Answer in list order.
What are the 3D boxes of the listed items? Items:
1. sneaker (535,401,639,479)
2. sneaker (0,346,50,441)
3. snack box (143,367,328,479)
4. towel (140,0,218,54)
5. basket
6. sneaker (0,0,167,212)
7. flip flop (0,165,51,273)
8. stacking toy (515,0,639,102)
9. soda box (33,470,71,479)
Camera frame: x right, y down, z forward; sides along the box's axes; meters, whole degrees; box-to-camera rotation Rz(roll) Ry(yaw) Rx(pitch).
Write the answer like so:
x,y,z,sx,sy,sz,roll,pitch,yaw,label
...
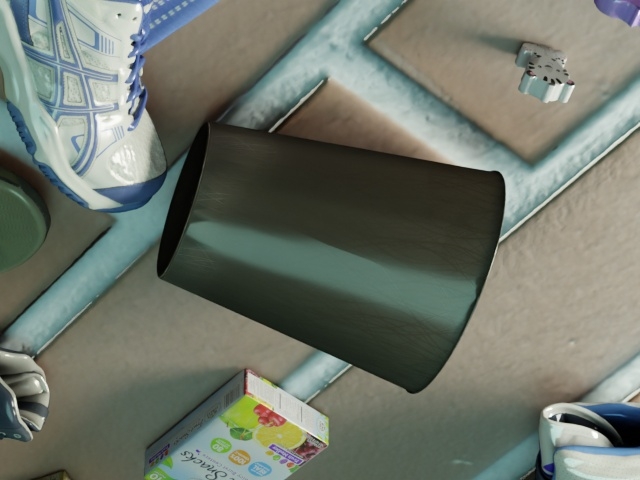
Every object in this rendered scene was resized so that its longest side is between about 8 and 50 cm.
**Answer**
x,y,z,sx,sy,sz,roll,pitch,yaw,label
0.204,0.241,1.763,0.323,0.130,0.236,-17,120,18,sneaker
-0.317,0.173,1.696,0.163,0.086,0.226,5,130,-3,sneaker
-0.075,0.185,1.747,0.100,0.037,0.141,35,122,-27,snack box
-0.185,-0.263,1.350,0.243,0.040,0.336,-31,126,24,towel
0.000,0.000,1.519,0.227,0.154,0.204,18,127,-12,basket
-0.161,-0.137,1.379,0.131,0.112,0.296,-17,133,15,sneaker
-0.341,0.020,1.565,0.277,0.080,0.112,-17,130,13,flip flop
0.266,-0.165,1.444,0.221,0.052,0.167,11,130,-12,stacking toy
-0.225,0.297,1.826,0.061,0.058,0.181,-19,129,14,soda box
